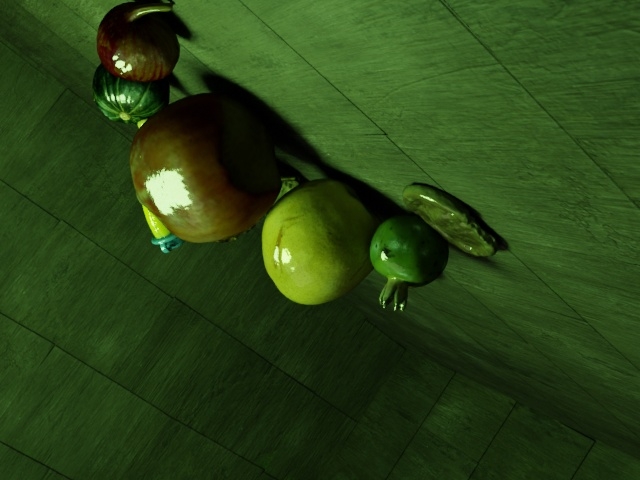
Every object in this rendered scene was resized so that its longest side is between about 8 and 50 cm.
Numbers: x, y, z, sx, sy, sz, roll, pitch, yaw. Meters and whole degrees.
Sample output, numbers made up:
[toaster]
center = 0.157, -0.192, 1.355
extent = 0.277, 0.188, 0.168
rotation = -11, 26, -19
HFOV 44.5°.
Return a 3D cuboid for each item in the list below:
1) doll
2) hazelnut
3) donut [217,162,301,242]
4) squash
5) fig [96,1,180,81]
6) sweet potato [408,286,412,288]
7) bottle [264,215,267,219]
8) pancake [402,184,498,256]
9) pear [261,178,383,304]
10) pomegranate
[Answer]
[doll]
center = -0.434, -0.142, 2.083
extent = 0.145, 0.362, 0.199
rotation = -16, 166, 25
[hazelnut]
center = -0.274, -0.179, 1.910
extent = 0.366, 0.365, 0.366
rotation = 34, 171, 6
[donut]
center = -0.233, -0.143, 2.203
extent = 0.259, 0.345, 0.136
rotation = 40, 138, 31
[squash]
center = -0.509, -0.405, 2.101
extent = 0.218, 0.172, 0.218
rotation = -4, 165, -1
[fig]
center = -0.385, -0.435, 1.632
extent = 0.175, 0.175, 0.207
rotation = 33, 157, 11
[sweet potato]
center = 0.259, 0.088, 2.261
extent = 0.108, 0.079, 0.346
rotation = 48, 166, -8
[bottle]
center = -0.042, -0.047, 2.474
extent = 0.336, 0.144, 0.144
rotation = 34, 172, 23
[pancake]
center = 0.270, -0.037, 1.646
extent = 0.223, 0.042, 0.236
rotation = 25, 168, 40
[pear]
center = 0.000, 0.000, 1.953
extent = 0.314, 0.314, 0.314
rotation = 34, 171, 6
[pomegranate]
center = 0.196, 0.052, 1.805
extent = 0.187, 0.225, 0.187
rotation = 19, 167, 4
